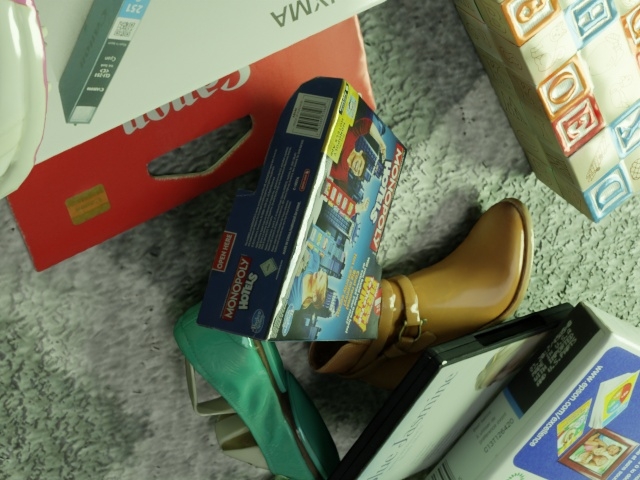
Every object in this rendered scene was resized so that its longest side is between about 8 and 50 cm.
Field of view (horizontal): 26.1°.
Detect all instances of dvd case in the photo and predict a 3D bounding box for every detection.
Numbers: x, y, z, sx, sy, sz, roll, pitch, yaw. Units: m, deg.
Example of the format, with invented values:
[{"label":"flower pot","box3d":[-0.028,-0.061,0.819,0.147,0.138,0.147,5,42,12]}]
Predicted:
[{"label":"dvd case","box3d":[0.116,0.140,1.195,0.253,0.022,0.180,-10,141,-53]}]

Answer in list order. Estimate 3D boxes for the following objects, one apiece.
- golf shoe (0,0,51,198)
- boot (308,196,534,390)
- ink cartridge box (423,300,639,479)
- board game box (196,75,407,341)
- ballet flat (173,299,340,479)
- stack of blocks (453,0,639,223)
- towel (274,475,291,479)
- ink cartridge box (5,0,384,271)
[{"label":"golf shoe","box3d":[-0.247,-0.037,0.777,0.140,0.115,0.306,-35,162,-48]},{"label":"boot","box3d":[0.086,0.045,1.159,0.152,0.073,0.197,10,112,-34]},{"label":"ink cartridge box","box3d":[0.262,0.230,1.301,0.307,0.072,0.304,25,111,-35]},{"label":"board game box","box3d":[0.000,0.000,1.035,0.194,0.060,0.194,41,64,-63]},{"label":"ballet flat","box3d":[-0.056,0.131,1.130,0.087,0.083,0.247,-17,132,8]},{"label":"stack of blocks","box3d":[0.213,-0.175,1.078,0.171,0.087,0.297,-38,133,-6]},{"label":"towel","box3d":[0.001,0.397,1.259,0.248,0.038,0.325,30,69,-42]},{"label":"ink cartridge box","box3d":[-0.091,-0.122,0.929,0.296,0.066,0.261,-27,130,-15]}]
